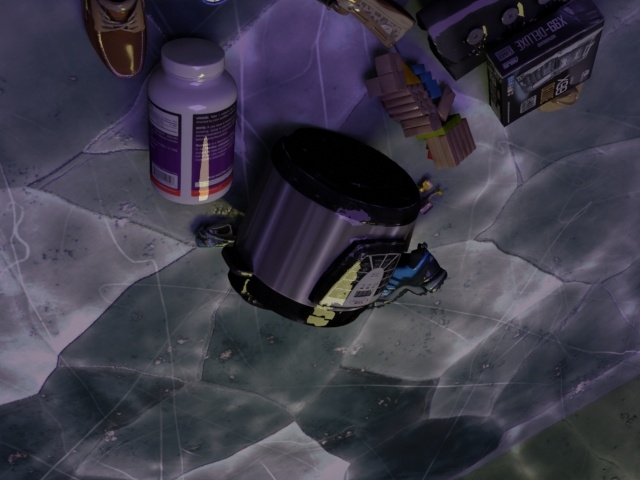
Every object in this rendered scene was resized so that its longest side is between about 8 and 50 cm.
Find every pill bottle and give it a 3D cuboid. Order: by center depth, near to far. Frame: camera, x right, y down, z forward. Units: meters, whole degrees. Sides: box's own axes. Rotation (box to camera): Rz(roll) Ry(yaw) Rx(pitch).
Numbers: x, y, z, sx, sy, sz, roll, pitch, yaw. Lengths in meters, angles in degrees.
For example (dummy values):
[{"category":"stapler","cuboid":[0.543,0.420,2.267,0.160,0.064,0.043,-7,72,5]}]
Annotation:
[{"category":"pill bottle","cuboid":[-0.267,-0.246,1.558,0.182,0.181,0.323,-5,131,-17]}]

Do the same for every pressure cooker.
[{"category":"pressure cooker","cuboid":[-0.001,-0.004,1.740,0.370,0.375,0.420,26,118,0]}]

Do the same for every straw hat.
[{"category":"straw hat","cuboid":[0.610,-0.366,1.872,0.145,0.061,0.144,-11,133,-12]}]

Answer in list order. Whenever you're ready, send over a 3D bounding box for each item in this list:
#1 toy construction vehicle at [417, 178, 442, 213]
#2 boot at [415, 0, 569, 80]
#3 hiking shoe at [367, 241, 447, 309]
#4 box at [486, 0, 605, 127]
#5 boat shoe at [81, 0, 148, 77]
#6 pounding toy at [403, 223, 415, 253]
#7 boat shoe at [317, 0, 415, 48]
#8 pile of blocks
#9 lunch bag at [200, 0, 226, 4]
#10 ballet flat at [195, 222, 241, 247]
[{"category":"toy construction vehicle","cuboid":[0.264,-0.118,1.984,0.086,0.035,0.098,37,108,-29]},{"category":"boot","cuboid":[0.391,-0.564,1.524,0.445,0.146,0.367,-26,138,15]},{"category":"hiking shoe","cuboid":[0.190,0.090,1.994,0.304,0.113,0.132,-21,106,36]},{"category":"box","cuboid":[0.503,-0.397,1.699,0.242,0.076,0.307,-29,163,6]},{"category":"boat shoe","cuboid":[-0.384,-0.444,1.379,0.123,0.120,0.324,-11,133,-12]},{"category":"pounding toy","cuboid":[0.194,-0.008,2.001,0.130,0.100,0.141,-5,131,-17]},{"category":"boat shoe","cuboid":[0.073,-0.479,1.535,0.285,0.104,0.089,18,122,-35]},{"category":"pile of blocks","cuboid":[0.226,-0.313,1.761,0.113,0.149,0.362,-4,141,46]},{"category":"lunch bag","cuboid":[-0.157,-0.588,1.348,0.303,0.115,0.243,-35,135,13]},{"category":"ballet flat","cuboid":[-0.217,-0.011,1.871,0.188,0.070,0.070,1,129,-26]}]
